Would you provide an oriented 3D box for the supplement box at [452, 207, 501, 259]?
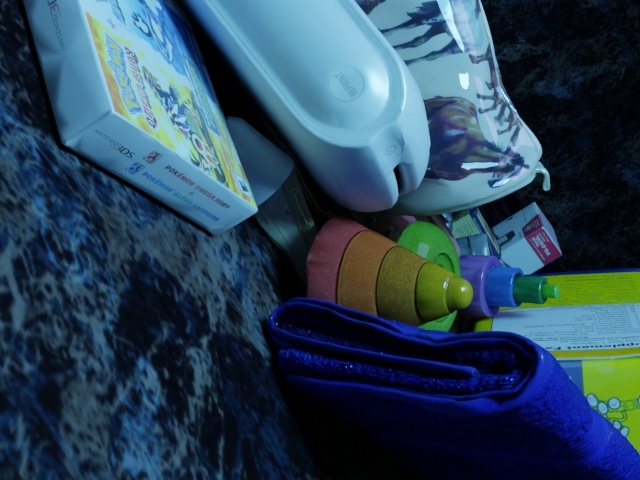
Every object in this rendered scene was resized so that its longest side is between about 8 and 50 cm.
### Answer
[{"bbox_3d":[0.211,0.005,1.575,0.083,0.083,0.056,59,15,-8],"label":"supplement box"}]

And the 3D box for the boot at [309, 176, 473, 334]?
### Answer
[{"bbox_3d":[0.064,-0.011,1.168,0.115,0.112,0.305,-27,94,-45],"label":"boot"}]

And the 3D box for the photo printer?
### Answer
[{"bbox_3d":[-0.022,-0.160,0.909,0.307,0.107,0.256,52,-2,10],"label":"photo printer"}]

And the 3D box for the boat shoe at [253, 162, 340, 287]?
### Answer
[{"bbox_3d":[0.000,0.000,0.945,0.170,0.059,0.063,51,19,-33],"label":"boat shoe"}]

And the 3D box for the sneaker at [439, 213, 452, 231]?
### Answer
[{"bbox_3d":[0.098,-0.059,1.301,0.153,0.094,0.235,62,2,38],"label":"sneaker"}]

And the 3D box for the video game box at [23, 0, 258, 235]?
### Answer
[{"bbox_3d":[-0.133,-0.123,0.762,0.187,0.048,0.205,31,33,-58],"label":"video game box"}]

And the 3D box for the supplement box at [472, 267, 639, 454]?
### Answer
[{"bbox_3d":[0.271,0.166,1.163,0.356,0.194,0.195,-43,128,-74],"label":"supplement box"}]

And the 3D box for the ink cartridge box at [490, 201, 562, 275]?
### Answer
[{"bbox_3d":[0.304,0.018,1.732,0.063,0.150,0.109,52,17,-18],"label":"ink cartridge box"}]

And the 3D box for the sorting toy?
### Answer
[{"bbox_3d":[0.129,0.045,0.985,0.366,0.126,0.127,4,89,-59],"label":"sorting toy"}]

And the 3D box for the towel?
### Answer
[{"bbox_3d":[0.118,0.147,0.839,0.308,0.228,0.076,41,64,-48],"label":"towel"}]

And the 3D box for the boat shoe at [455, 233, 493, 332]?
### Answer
[{"bbox_3d":[0.253,0.131,1.458,0.319,0.099,0.116,58,15,-14],"label":"boat shoe"}]

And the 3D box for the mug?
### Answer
[{"bbox_3d":[-0.070,-0.063,0.866,0.064,0.078,0.062,46,52,-19],"label":"mug"}]

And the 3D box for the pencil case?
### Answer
[{"bbox_3d":[0.091,-0.222,1.056,0.160,0.184,0.410,-41,112,-71],"label":"pencil case"}]
